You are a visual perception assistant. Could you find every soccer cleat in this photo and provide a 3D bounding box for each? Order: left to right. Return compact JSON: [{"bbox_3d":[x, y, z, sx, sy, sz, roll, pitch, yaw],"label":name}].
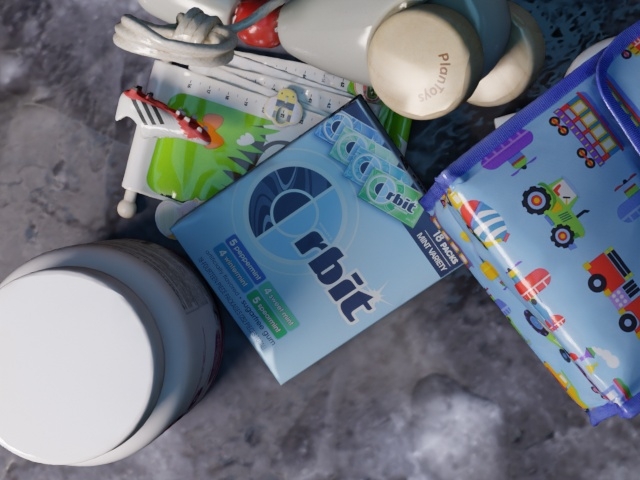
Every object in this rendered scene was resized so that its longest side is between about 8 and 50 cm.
[{"bbox_3d":[-0.126,-0.093,1.498,0.083,0.029,0.036,30,104,6],"label":"soccer cleat"}]

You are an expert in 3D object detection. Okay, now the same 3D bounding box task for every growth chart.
[{"bbox_3d":[-0.042,-0.075,1.515,0.237,0.021,0.172,7,93,5],"label":"growth chart"}]

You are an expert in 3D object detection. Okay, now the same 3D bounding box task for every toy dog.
[{"bbox_3d":[0.017,-0.205,1.417,0.333,0.220,0.161,13,106,1],"label":"toy dog"}]

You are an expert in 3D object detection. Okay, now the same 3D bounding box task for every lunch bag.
[{"bbox_3d":[0.258,-0.039,1.387,0.293,0.138,0.221,-38,86,-8],"label":"lunch bag"}]

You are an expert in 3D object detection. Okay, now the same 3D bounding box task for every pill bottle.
[{"bbox_3d":[-0.167,0.082,1.396,0.160,0.283,0.160,0,92,5],"label":"pill bottle"}]

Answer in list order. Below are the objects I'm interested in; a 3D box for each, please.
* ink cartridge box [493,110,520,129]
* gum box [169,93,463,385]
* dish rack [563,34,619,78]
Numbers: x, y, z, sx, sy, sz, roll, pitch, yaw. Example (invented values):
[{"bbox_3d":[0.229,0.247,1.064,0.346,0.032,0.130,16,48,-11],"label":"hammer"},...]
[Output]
[{"bbox_3d":[0.184,-0.051,1.493,0.062,0.029,0.115,-15,90,4],"label":"ink cartridge box"},{"bbox_3d":[0.000,0.000,1.484,0.184,0.041,0.157,-34,96,10],"label":"gum box"},{"bbox_3d":[0.356,-0.022,1.460,0.285,0.072,0.333,-16,90,5],"label":"dish rack"}]
